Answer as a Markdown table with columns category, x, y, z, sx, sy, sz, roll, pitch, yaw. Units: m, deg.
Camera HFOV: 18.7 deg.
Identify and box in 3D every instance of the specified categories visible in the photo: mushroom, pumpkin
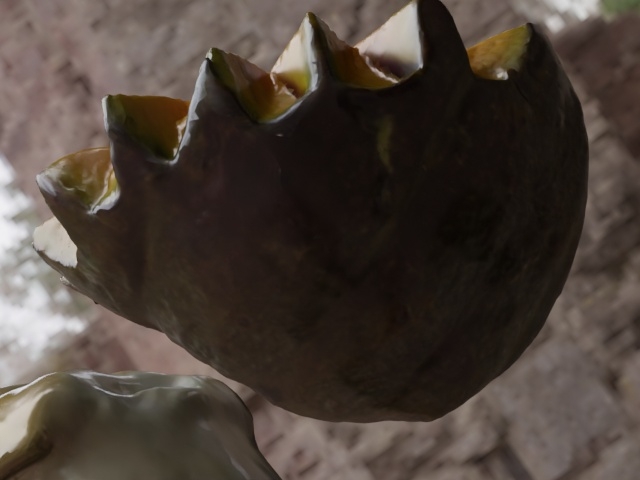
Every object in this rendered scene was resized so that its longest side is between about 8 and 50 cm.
| category | x | y | z | sx | sy | sz | roll | pitch | yaw |
| --- | --- | --- | --- | --- | --- | --- | --- | --- | --- |
| mushroom | 0.030 | 0.177 | 0.361 | 0.097 | 0.351 | 0.109 | -28 | 4 | 25 |
| pumpkin | 0.000 | 0.000 | 0.827 | 0.254 | 0.149 | 0.130 | -24 | -23 | 6 |
